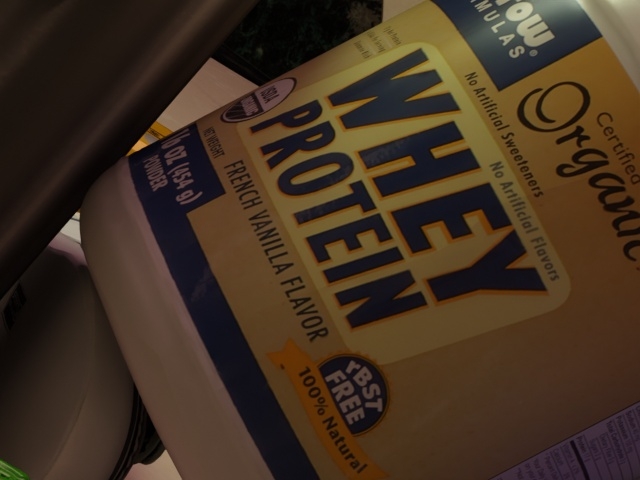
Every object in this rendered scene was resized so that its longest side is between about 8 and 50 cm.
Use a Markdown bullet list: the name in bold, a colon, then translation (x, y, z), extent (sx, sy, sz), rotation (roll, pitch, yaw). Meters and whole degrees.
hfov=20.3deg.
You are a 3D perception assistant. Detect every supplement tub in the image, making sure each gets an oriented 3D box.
- **supplement tub**: translation (0.080, 0.005, 0.778), extent (0.228, 0.316, 0.228), rotation (62, 1, -1)

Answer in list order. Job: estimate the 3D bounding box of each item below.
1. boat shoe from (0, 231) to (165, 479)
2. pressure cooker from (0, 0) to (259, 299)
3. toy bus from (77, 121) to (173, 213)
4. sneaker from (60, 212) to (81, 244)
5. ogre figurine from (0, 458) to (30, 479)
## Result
- **boat shoe**: translation (-0.111, 0.069, 0.900), extent (0.102, 0.108, 0.301), rotation (29, 2, -18)
- **pressure cooker**: translation (-0.198, -0.187, 0.796), extent (0.370, 0.420, 0.375), rotation (44, 12, 5)
- **toy bus**: translation (-0.235, -0.090, 1.304), extent (0.332, 0.108, 0.130), rotation (32, 10, -9)
- **sneaker**: translation (-0.093, 0.043, 1.113), extent (0.258, 0.094, 0.091), rotation (30, 13, -14)
- **ogre figurine**: translation (-0.135, 0.116, 0.475), extent (0.097, 0.118, 0.197), rotation (31, 6, 16)
